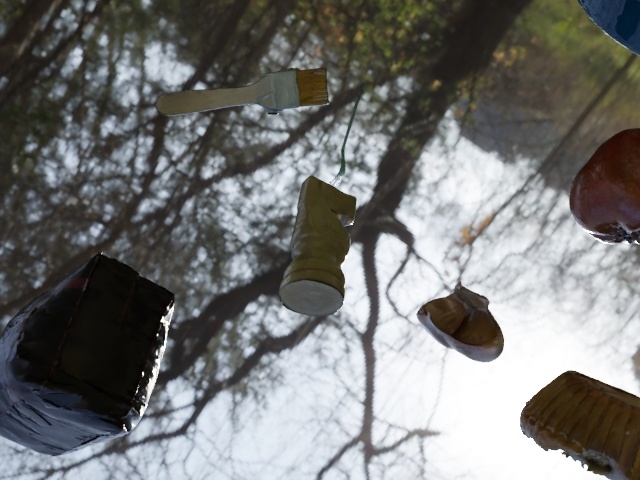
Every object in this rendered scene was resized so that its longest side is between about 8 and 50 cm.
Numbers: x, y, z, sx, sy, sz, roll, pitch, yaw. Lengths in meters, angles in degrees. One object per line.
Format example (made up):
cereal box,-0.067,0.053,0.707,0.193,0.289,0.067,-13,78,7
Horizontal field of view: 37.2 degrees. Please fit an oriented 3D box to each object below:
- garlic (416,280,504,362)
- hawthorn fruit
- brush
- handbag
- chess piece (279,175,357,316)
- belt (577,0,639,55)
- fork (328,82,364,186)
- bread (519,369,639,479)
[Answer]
garlic,0.249,0.155,1.690,0.099,0.124,0.174,-36,-133,-24
hawthorn fruit,0.515,-0.103,1.550,0.197,0.225,0.196,14,168,3
brush,-0.151,-0.277,1.816,0.337,0.085,0.020,-5,-172,6
handbag,-0.252,0.120,0.989,0.155,0.215,0.169,34,-124,-21
chess piece,0.000,0.000,1.329,0.090,0.090,0.200,25,-129,-22
belt,0.473,-0.285,0.928,0.437,0.173,0.300,-1,-126,-3
fork,0.047,-0.177,1.730,0.021,0.235,0.039,36,-143,24
bread,0.495,0.330,1.698,0.274,0.149,0.274,18,-174,-2
